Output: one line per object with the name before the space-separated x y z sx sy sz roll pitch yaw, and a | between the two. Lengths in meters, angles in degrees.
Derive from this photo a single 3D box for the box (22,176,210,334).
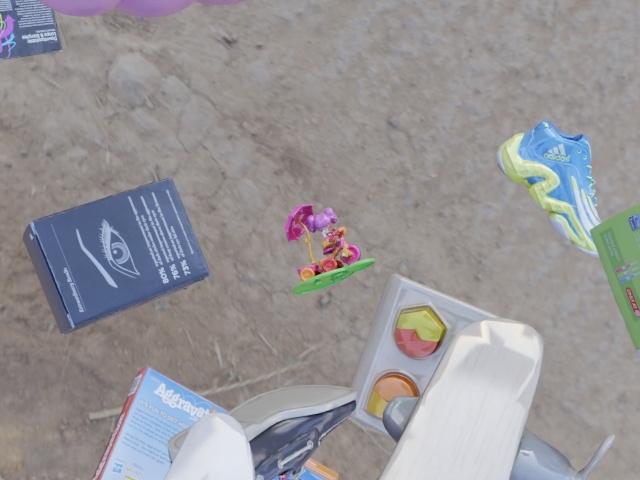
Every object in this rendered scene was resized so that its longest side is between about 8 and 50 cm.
box | -0.282 0.021 1.149 0.207 0.108 0.153 -20 87 -27

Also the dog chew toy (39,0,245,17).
dog chew toy | -0.166 -0.320 0.840 0.332 0.207 0.206 -36 120 -39

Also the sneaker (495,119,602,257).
sneaker | 0.388 -0.085 1.272 0.240 0.091 0.126 43 115 -3

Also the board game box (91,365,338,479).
board game box | -0.108 0.270 0.935 0.281 0.027 0.145 35 50 -21

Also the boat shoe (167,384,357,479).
boat shoe | -0.043 0.174 0.713 0.206 0.075 0.064 -12 99 -48

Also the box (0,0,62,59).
box | -0.479 -0.370 1.308 0.116 0.029 0.162 -23 108 -44

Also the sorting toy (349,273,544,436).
sorting toy | 0.138 0.163 0.993 0.038 0.208 0.193 -2 112 -62

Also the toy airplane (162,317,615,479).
toy airplane | 0.050 0.264 0.490 0.386 0.384 0.272 -27 139 -3

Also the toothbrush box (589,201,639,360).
toothbrush box | 0.465 0.024 0.921 0.122 0.283 0.206 -10 73 -26

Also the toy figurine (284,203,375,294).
toy figurine | 0.000 0.000 1.604 0.173 0.130 0.159 -23 78 16
